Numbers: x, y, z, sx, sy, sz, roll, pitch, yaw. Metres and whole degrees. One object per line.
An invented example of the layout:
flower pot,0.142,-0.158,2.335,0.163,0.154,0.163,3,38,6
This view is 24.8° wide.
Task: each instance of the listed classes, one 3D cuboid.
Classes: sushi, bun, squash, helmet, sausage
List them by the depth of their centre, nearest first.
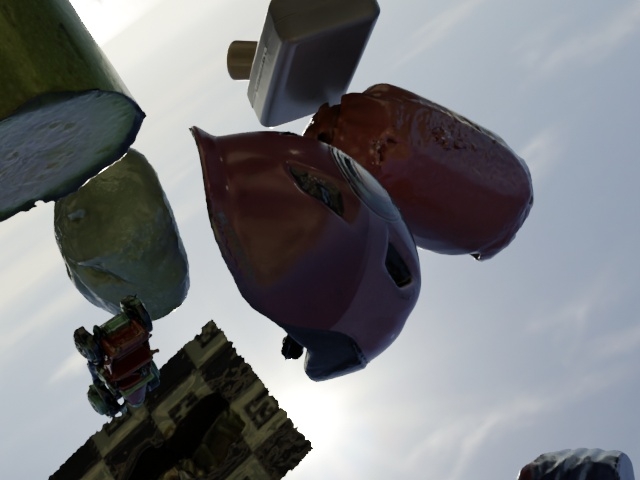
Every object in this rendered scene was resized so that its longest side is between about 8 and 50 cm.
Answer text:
squash,-0.156,-0.106,0.582,0.095,0.188,0.095,-29,166,-8
helmet,0.000,0.000,1.243,0.154,0.253,0.198,-18,-142,1
bun,-0.217,-0.003,1.534,0.118,0.195,0.195,-19,-175,-19
sausage,0.109,-0.070,1.540,0.152,0.280,0.152,-31,-133,40
sushi,-0.180,0.325,1.844,0.373,0.100,0.296,-45,-137,0

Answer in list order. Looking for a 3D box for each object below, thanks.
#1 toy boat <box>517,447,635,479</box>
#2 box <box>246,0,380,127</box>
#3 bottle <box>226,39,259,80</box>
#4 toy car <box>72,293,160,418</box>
toy boat,0.144,0.239,1.341,0.318,0.072,0.219,-6,170,-5
box,-0.011,-0.183,1.428,0.103,0.055,0.243,-19,168,-13
bottle,-0.052,-0.197,1.598,0.096,0.045,0.045,3,-157,13
toy car,-0.182,0.113,1.340,0.073,0.054,0.143,-33,151,-23
